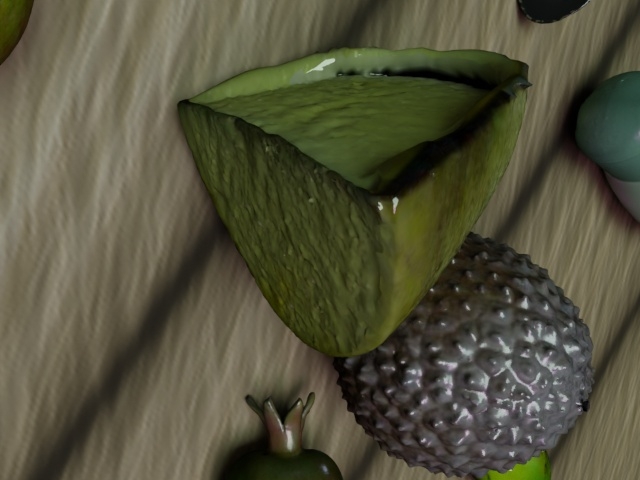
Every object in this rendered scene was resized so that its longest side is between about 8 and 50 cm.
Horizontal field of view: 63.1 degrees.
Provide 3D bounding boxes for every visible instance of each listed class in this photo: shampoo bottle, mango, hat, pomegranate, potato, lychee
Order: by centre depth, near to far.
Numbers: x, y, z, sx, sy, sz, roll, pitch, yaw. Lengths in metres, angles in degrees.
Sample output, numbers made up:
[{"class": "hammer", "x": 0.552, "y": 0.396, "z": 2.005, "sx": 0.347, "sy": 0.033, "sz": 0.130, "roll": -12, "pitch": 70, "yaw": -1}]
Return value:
[{"class": "potato", "x": 0.058, "y": -0.060, "z": 0.526, "sx": 0.280, "sy": 0.330, "sz": 0.212, "roll": -29, "pitch": 128, "yaw": -27}, {"class": "lychee", "x": 0.163, "y": 0.120, "z": 0.608, "sx": 0.300, "sy": 0.300, "sz": 0.300, "roll": -5, "pitch": 101, "yaw": -26}, {"class": "pomegranate", "x": -0.048, "y": 0.282, "z": 0.625, "sx": 0.152, "sy": 0.131, "sz": 0.191, "roll": -1, "pitch": 77, "yaw": -21}, {"class": "hat", "x": 0.330, "y": -0.355, "z": 0.727, "sx": 0.050, "sy": 0.121, "sz": 0.121, "roll": 9, "pitch": 97, "yaw": -69}, {"class": "mango", "x": 0.303, "y": 0.361, "z": 0.815, "sx": 0.125, "sy": 0.111, "sz": 0.233, "roll": -42, "pitch": 116, "yaw": -10}, {"class": "shampoo bottle", "x": 0.545, "y": -0.135, "z": 0.825, "sx": 0.349, "sy": 0.151, "sz": 0.222, "roll": 25, "pitch": 89, "yaw": -27}]

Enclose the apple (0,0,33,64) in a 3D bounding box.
[{"class": "apple", "x": -0.320, "y": -0.212, "z": 0.335, "sx": 0.246, "sy": 0.226, "sz": 0.246, "roll": -3, "pitch": 98, "yaw": -26}]
